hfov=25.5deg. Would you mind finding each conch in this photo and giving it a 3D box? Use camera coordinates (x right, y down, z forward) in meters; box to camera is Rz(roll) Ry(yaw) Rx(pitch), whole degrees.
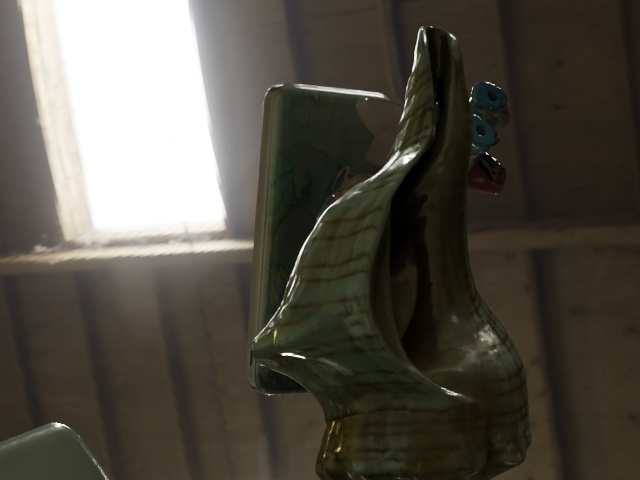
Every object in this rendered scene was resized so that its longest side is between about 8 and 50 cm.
[{"bbox_3d":[0.038,0.055,0.940,0.170,0.203,0.386,-14,-99,24],"label":"conch"}]

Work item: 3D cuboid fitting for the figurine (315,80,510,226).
[{"bbox_3d":[0.077,-0.023,1.146,0.260,0.103,0.205,136,-34,-54],"label":"figurine"}]

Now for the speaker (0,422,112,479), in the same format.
[{"bbox_3d":[-0.170,0.321,0.923,0.406,0.184,0.183,47,-48,33],"label":"speaker"}]

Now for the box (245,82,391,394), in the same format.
[{"bbox_3d":[0.000,0.000,1.322,0.044,0.142,0.285,7,-85,52],"label":"box"}]
